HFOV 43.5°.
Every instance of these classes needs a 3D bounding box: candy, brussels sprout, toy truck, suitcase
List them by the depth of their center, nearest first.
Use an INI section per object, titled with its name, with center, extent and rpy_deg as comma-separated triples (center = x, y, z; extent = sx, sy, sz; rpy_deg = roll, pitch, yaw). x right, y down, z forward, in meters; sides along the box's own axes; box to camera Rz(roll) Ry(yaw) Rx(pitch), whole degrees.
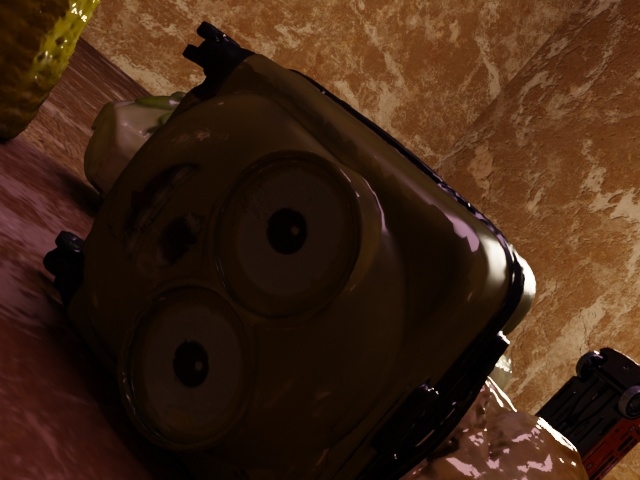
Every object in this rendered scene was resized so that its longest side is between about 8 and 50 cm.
[suitcase]
center = -0.026, 0.019, 0.425
extent = 0.235, 0.194, 0.143
rpy_deg = 43, 11, 27
[candy]
center = -0.234, -0.183, 0.645
extent = 0.094, 0.199, 0.106
rpy_deg = 36, 13, -13
[brussels sprout]
center = -0.126, -0.066, 0.749
extent = 0.181, 0.143, 0.161
rpy_deg = 14, 16, -22
[toy truck]
center = 0.359, 0.275, 1.117
extent = 0.114, 0.253, 0.107
rpy_deg = 44, 1, -34

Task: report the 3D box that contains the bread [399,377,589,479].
[bread]
center = 0.090, 0.152, 0.553
extent = 0.244, 0.134, 0.244
rpy_deg = 39, 1, -1

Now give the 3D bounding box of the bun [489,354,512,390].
[bun]
center = 0.176, 0.169, 1.302
extent = 0.287, 0.146, 0.287
rpy_deg = 40, 6, -5
